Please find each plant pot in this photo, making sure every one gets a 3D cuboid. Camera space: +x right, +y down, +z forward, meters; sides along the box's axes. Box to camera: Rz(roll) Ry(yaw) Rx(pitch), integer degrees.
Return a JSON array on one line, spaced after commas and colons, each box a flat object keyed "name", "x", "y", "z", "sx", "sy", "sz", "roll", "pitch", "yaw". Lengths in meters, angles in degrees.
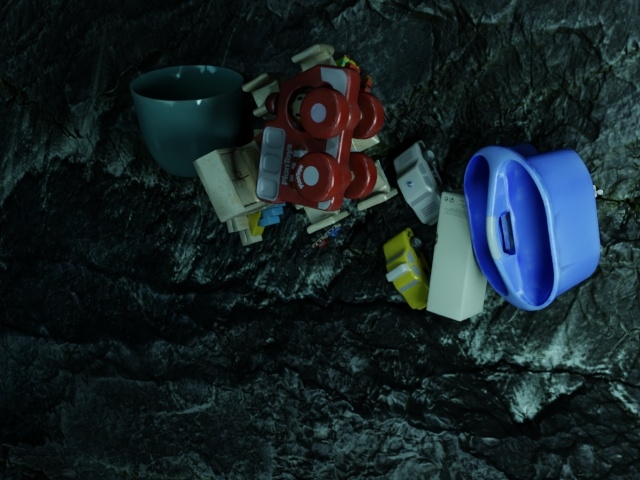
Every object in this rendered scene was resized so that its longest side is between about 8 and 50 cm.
[{"name": "plant pot", "x": -0.342, "y": -0.309, "z": 2.082, "sx": 0.293, "sy": 0.293, "sz": 0.235, "roll": 21, "pitch": 126, "yaw": 34}]

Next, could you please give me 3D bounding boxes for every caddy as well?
[{"name": "caddy", "x": 0.397, "y": -0.032, "z": 1.536, "sx": 0.241, "sy": 0.179, "sz": 0.341, "roll": 22, "pitch": 129, "yaw": 60}]

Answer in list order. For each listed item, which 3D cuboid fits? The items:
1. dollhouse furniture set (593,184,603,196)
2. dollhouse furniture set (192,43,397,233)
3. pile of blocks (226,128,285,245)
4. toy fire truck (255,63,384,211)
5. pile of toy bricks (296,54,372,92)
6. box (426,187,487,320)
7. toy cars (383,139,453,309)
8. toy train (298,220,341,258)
[{"name": "dollhouse furniture set", "x": 0.534, "y": -0.061, "z": 1.598, "sx": 0.081, "sy": 0.091, "sz": 0.114, "roll": -19, "pitch": 113, "yaw": 0}, {"name": "dollhouse furniture set", "x": -0.052, "y": -0.204, "z": 1.831, "sx": 0.394, "sy": 0.256, "sz": 0.362, "roll": -24, "pitch": 93, "yaw": 20}, {"name": "pile of blocks", "x": -0.157, "y": -0.133, "z": 2.067, "sx": 0.149, "sy": 0.113, "sz": 0.362, "roll": 31, "pitch": 117, "yaw": 30}, {"name": "toy fire truck", "x": -0.023, "y": -0.210, "z": 1.610, "sx": 0.254, "sy": 0.169, "sz": 0.302, "roll": 14, "pitch": 104, "yaw": 34}, {"name": "pile of toy bricks", "x": 0.039, "y": -0.398, "z": 1.883, "sx": 0.212, "sy": 0.118, "sz": 0.105, "roll": -8, "pitch": 59, "yaw": 49}, {"name": "box", "x": 0.313, "y": 0.028, "z": 1.725, "sx": 0.094, "sy": 0.113, "sz": 0.275, "roll": 17, "pitch": 108, "yaw": 36}, {"name": "toy cars", "x": 0.210, "y": -0.029, "z": 1.802, "sx": 0.176, "sy": 0.087, "sz": 0.393, "roll": 19, "pitch": 110, "yaw": 41}, {"name": "toy train", "x": 0.000, "y": 0.000, "z": 2.022, "sx": 0.158, "sy": 0.027, "sz": 0.036, "roll": -43, "pitch": 75, "yaw": 36}]
